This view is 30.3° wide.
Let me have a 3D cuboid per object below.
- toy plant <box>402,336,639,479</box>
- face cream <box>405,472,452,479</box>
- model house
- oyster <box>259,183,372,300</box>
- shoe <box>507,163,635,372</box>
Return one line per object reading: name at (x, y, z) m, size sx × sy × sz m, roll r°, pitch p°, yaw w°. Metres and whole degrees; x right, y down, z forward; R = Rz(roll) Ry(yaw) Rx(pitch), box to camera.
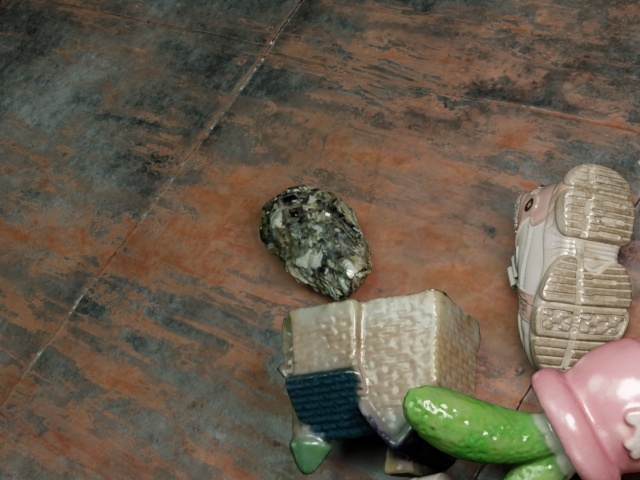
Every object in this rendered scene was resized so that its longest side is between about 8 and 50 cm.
toy plant at (0.339, 0.273, 1.735) m, size 0.356 × 0.317 × 0.210 m, roll -26°, pitch 16°, yaw 11°
face cream at (0.134, 0.449, 1.768) m, size 0.153 × 0.177 × 0.177 m, roll -17°, pitch 50°, yaw 18°
model house at (0.094, 0.250, 1.913) m, size 0.298 × 0.243 × 0.284 m, roll -12°, pitch 59°, yaw 26°
oyster at (0.001, 0.005, 2.212) m, size 0.351 × 0.158 × 0.162 m, roll 46°, pitch 119°, yaw 56°
shoe at (0.399, 0.056, 1.945) m, size 0.198 × 0.172 × 0.351 m, roll 170°, pitch 117°, yaw -69°
